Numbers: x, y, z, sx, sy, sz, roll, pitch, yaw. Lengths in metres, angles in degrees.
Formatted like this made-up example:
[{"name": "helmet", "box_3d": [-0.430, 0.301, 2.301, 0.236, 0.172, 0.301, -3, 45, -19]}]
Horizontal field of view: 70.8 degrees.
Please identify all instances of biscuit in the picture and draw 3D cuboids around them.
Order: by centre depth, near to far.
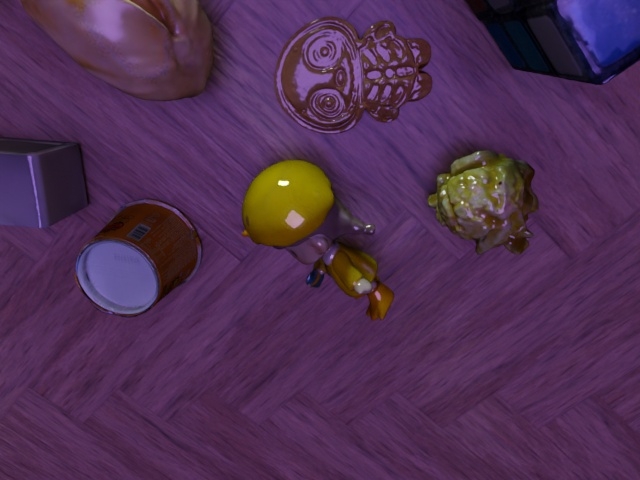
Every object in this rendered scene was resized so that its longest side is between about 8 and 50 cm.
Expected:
[{"name": "biscuit", "box_3d": [0.059, -0.296, 0.821, 0.289, 0.044, 0.201, 1, 112, 5]}]

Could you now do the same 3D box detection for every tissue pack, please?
[{"name": "tissue pack", "box_3d": [-0.610, -0.120, 0.866, 0.246, 0.159, 0.135, 5, 111, 2]}]

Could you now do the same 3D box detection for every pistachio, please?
[{"name": "pistachio", "box_3d": [-0.316, -0.355, 0.731, 0.309, 0.230, 0.230, 33, 110, -6]}]

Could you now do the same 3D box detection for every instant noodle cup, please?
[{"name": "instant noodle cup", "box_3d": [-0.371, 0.043, 0.910, 0.216, 0.172, 0.215, 2, 112, 4]}]

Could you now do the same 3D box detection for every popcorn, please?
[{"name": "popcorn", "box_3d": [0.308, -0.069, 0.827, 0.188, 0.185, 0.167, 19, 130, -14]}]

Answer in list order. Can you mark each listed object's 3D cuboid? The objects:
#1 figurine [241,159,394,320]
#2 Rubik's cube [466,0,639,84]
[{"name": "figurine", "box_3d": [0.000, 0.000, 0.862, 0.343, 0.215, 0.187, 46, 76, -22]}, {"name": "Rubik's cube", "box_3d": [0.357, -0.450, 0.573, 0.362, 0.363, 0.359, -39, 103, 15]}]
